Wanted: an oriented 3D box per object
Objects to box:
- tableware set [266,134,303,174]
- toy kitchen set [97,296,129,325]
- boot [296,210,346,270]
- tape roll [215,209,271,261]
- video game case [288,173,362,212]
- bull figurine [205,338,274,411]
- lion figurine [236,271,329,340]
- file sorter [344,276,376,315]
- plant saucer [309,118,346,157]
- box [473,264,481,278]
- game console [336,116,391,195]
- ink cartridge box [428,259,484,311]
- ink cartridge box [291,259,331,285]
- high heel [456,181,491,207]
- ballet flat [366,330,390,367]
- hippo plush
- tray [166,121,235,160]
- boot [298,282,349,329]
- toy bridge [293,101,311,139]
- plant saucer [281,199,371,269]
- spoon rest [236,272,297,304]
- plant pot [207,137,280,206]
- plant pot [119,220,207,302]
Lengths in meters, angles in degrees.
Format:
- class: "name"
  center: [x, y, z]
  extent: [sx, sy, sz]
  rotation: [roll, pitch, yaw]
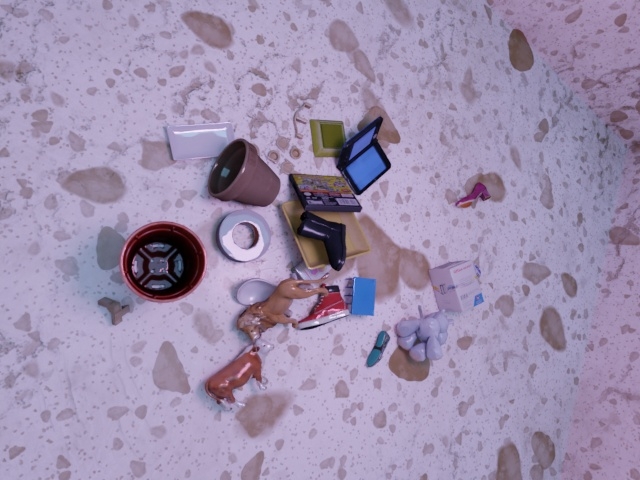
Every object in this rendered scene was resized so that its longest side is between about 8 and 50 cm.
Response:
- class: "tableware set"
  center: [-0.160, -0.390, 1.841]
  extent: [0.141, 0.020, 0.168]
  rotation: [33, 71, -19]
- class: "toy kitchen set"
  center: [-0.751, 0.249, 1.466]
  extent: [0.068, 0.075, 0.083]
  rotation: [-45, 146, -60]
- class: "boot"
  center: [0.000, 0.000, 1.676]
  extent: [0.207, 0.094, 0.246]
  rotation: [16, 52, -17]
- class: "tape roll"
  center: [-0.322, -0.017, 1.685]
  extent: [0.220, 0.072, 0.218]
  rotation: [3, 83, -26]
- class: "video game case"
  center: [0.020, -0.215, 1.812]
  extent: [0.275, 0.035, 0.248]
  rotation: [-1, 42, -25]
- class: "bull figurine"
  center: [-0.303, 0.535, 1.608]
  extent: [0.311, 0.101, 0.188]
  rotation: [-31, 99, -27]
- class: "lion figurine"
  center: [-0.156, 0.246, 1.625]
  extent: [0.240, 0.142, 0.392]
  rotation: [22, 114, -35]
- class: "file sorter"
  center: [0.178, 0.260, 1.880]
  extent: [0.118, 0.105, 0.170]
  rotation: [9, 80, -26]
- class: "plant saucer"
  center: [0.050, -0.499, 1.945]
  extent: [0.188, 0.045, 0.188]
  rotation: [-5, 86, -27]
- class: "box"
  center: [0.849, 0.201, 2.266]
  extent: [0.136, 0.028, 0.081]
  rotation: [-43, 103, -27]
- class: "game console"
  center: [0.238, -0.411, 1.963]
  extent: [0.173, 0.250, 0.293]
  rotation: [41, 64, 12]
- class: "ink cartridge box"
  center: [0.708, 0.237, 2.111]
  extent: [0.171, 0.168, 0.232]
  rotation: [-16, 91, -28]
- class: "ink cartridge box"
  center: [-0.020, 0.111, 1.824]
  extent: [0.209, 0.062, 0.108]
  rotation: [-39, 100, -26]
- class: "high heel"
  center: [0.859, -0.265, 2.315]
  extent: [0.244, 0.082, 0.117]
  rotation: [-20, 64, -15]
- class: "ballet flat"
  center: [0.285, 0.527, 1.927]
  extent: [0.070, 0.070, 0.188]
  rotation: [35, 73, -19]
- class: "hippo plush"
  center: [0.524, 0.436, 2.008]
  extent: [0.237, 0.235, 0.293]
  rotation: [-13, 106, -57]
- class: "tray"
  center: [-0.488, -0.411, 1.675]
  extent: [0.271, 0.030, 0.145]
  rotation: [-13, 90, -27]
- class: "boot"
  center: [-0.010, 0.292, 1.806]
  extent: [0.245, 0.088, 0.176]
  rotation: [-17, 74, -17]
- class: "toy bridge"
  center: [-0.093, -0.567, 1.893]
  extent: [0.063, 0.026, 0.188]
  rotation: [19, 76, -21]
- class: "plant saucer"
  center: [0.017, -0.040, 1.811]
  extent: [0.333, 0.081, 0.332]
  rotation: [-14, 70, -27]
- class: "spoon rest"
  center: [-0.216, 0.202, 1.691]
  extent: [0.277, 0.084, 0.137]
  rotation: [-11, 127, -29]
- class: "plant pot"
  center: [-0.291, -0.251, 1.650]
  extent: [0.229, 0.263, 0.262]
  rotation: [27, 72, -39]
- class: "plant pot"
  center: [-0.570, 0.085, 1.440]
  extent: [0.273, 0.265, 0.272]
  rotation: [4, 81, -26]
